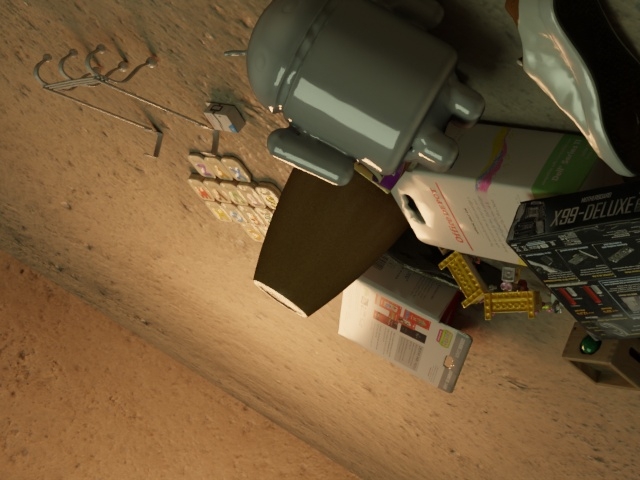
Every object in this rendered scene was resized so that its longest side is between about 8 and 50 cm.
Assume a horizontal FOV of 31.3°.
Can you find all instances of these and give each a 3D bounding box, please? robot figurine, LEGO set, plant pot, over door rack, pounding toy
[{"bbox_3d":[0.047,-0.223,1.562,0.353,0.300,0.200,31,175,4],"label":"robot figurine"},{"bbox_3d":[0.313,0.068,1.989,0.287,0.132,0.107,23,-168,35],"label":"LEGO set"},{"bbox_3d":[0.000,0.000,2.017,0.237,0.254,0.237,33,169,7],"label":"plant pot"},{"bbox_3d":[-0.374,-0.283,2.256,0.324,0.108,0.239,34,161,-35],"label":"over door rack"},{"bbox_3d":[0.502,0.181,1.966,0.141,0.100,0.130,37,159,-31],"label":"pounding toy"}]

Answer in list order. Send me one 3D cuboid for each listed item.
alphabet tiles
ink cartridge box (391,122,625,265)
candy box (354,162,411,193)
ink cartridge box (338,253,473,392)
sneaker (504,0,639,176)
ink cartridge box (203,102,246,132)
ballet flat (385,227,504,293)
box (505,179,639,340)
[{"bbox_3d":[-0.162,-0.080,2.433,0.284,0.021,0.278,9,145,45],"label":"alphabet tiles"},{"bbox_3d":[0.282,-0.068,1.737,0.353,0.119,0.207,13,149,40],"label":"ink cartridge box"},{"bbox_3d":[0.112,-0.175,1.690,0.109,0.187,0.053,37,-171,-2],"label":"candy box"},{"bbox_3d":[0.186,0.141,2.245,0.272,0.130,0.309,29,156,11],"label":"ink cartridge box"},{"bbox_3d":[0.330,-0.209,1.453,0.123,0.106,0.290,10,137,57],"label":"sneaker"},{"bbox_3d":[-0.188,-0.234,2.169,0.083,0.028,0.048,13,148,42],"label":"ink cartridge box"},{"bbox_3d":[0.222,0.048,2.094,0.250,0.084,0.058,23,152,14],"label":"ballet flat"},{"bbox_3d":[0.441,0.028,1.517,0.307,0.076,0.242,-12,133,47],"label":"box"}]
